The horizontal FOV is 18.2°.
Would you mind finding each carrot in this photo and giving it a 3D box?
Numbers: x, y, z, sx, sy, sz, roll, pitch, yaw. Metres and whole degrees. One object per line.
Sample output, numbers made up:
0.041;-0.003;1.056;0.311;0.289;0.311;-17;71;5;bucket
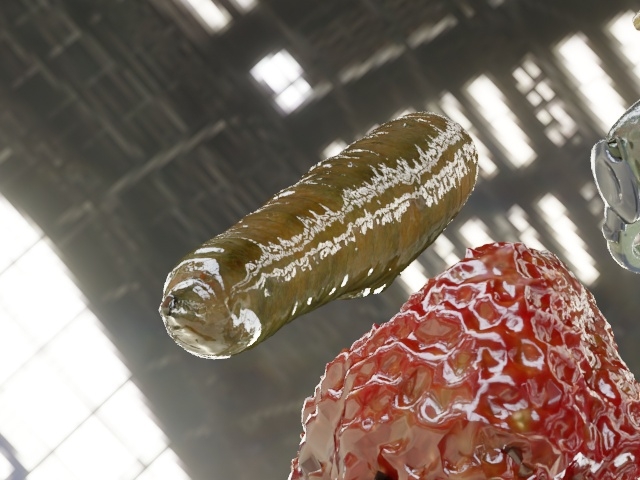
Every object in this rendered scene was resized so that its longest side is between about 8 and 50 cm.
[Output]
0.001;0.000;0.888;0.070;0.342;0.070;5;-75;19;carrot

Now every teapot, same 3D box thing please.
0.255;-0.051;1.500;0.149;0.108;0.111;100;-34;-65;teapot

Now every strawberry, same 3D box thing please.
0.124;0.149;1.335;0.267;0.351;0.312;17;-58;16;strawberry

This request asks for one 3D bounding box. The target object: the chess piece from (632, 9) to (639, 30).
0.272;-0.172;1.357;0.122;0.066;0.066;-38;-83;22;chess piece
